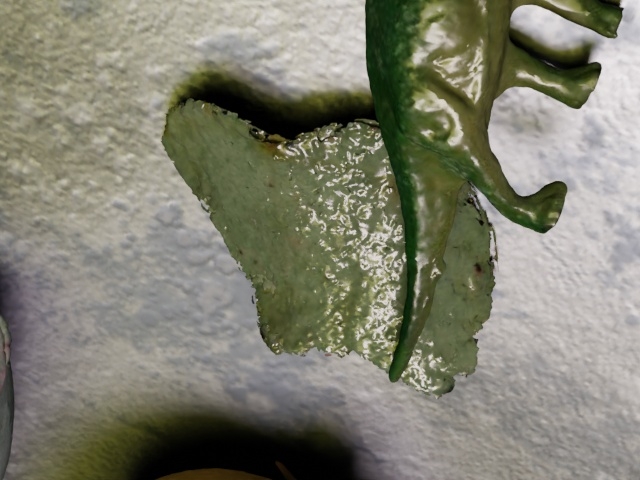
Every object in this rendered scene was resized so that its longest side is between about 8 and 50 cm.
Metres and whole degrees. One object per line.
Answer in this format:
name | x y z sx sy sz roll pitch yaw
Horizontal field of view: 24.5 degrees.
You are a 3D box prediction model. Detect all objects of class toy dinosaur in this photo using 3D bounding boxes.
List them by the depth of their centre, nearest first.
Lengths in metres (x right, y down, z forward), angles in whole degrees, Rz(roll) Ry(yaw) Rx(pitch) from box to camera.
toy dinosaur | 0.019 -0.142 0.793 0.300 0.087 0.447 20 109 -5

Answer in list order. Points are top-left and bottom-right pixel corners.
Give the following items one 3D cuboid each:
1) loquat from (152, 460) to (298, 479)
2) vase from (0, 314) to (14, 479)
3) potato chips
loquat | -0.051 0.276 0.965 0.274 0.275 0.275 6 121 9
vase | -0.367 0.205 1.020 0.250 0.250 0.445 28 126 -4
potato chips | 0.001 -0.005 0.903 0.228 0.059 0.167 15 116 3
